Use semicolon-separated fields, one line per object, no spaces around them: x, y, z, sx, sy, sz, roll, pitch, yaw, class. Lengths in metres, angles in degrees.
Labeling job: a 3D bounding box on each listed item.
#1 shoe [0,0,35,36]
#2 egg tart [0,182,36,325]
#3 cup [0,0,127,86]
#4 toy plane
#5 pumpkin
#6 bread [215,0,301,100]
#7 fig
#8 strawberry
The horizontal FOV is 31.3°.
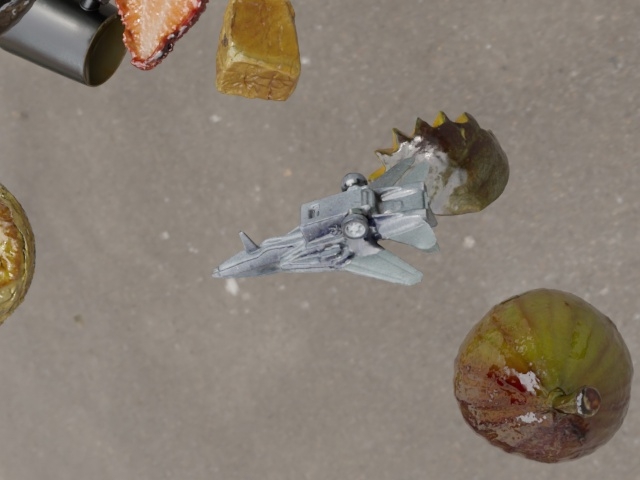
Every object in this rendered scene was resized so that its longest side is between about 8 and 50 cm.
-0.445;-0.387;1.447;0.237;0.384;0.171;36;149;7;shoe
-0.478;0.017;1.448;0.234;0.234;0.094;67;156;-2;egg tart
-0.435;-0.376;1.915;0.177;0.166;0.239;29;159;13;cup
-0.004;-0.009;1.259;0.267;0.212;0.088;-11;130;12;toy plane
0.213;-0.129;1.921;0.149;0.254;0.130;52;162;47;pumpkin
-0.111;-0.346;2.066;0.149;0.143;0.158;128;142;-65;bread
0.261;0.159;1.302;0.217;0.217;0.321;62;-176;5;fig
-0.160;-0.240;1.172;0.104;0.048;0.152;9;75;21;strawberry
